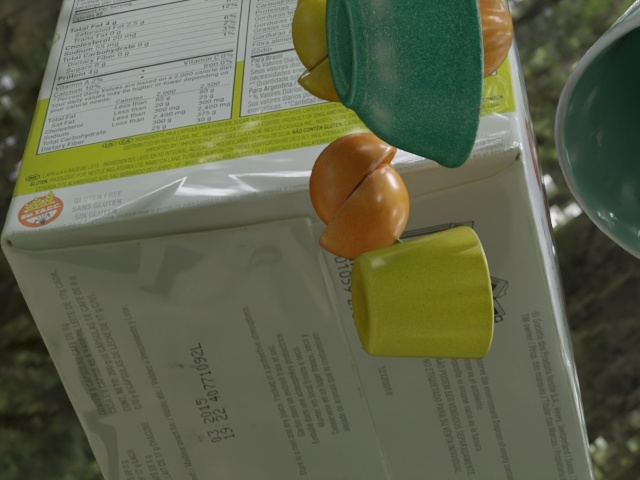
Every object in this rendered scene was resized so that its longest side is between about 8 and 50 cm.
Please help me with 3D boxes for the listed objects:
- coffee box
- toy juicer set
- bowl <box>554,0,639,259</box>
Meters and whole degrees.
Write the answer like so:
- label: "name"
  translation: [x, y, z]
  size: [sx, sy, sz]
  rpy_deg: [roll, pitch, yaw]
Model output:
- label: "coffee box"
  translation: [0.000, 0.000, 1.325]
  size: [0.334, 0.338, 0.337]
  rpy_deg: [-90, 167, -52]
- label: "toy juicer set"
  translation: [0.044, -0.117, 0.930]
  size: [0.209, 0.089, 0.329]
  rpy_deg: [-120, -155, -64]
- label: "bowl"
  translation: [0.354, -0.117, 1.428]
  size: [0.312, 0.163, 0.311]
  rpy_deg: [12, -43, 11]
